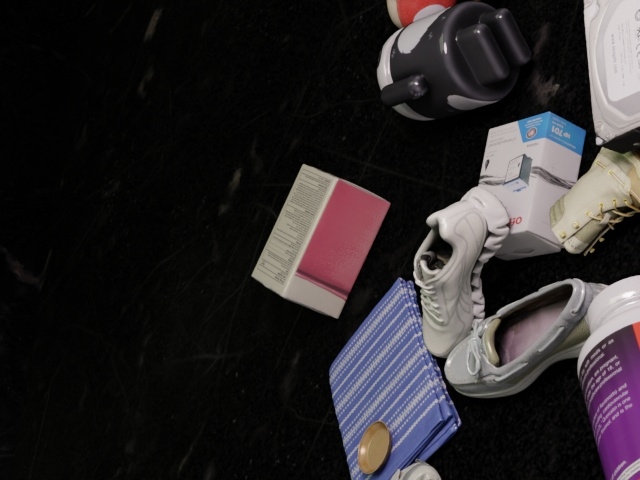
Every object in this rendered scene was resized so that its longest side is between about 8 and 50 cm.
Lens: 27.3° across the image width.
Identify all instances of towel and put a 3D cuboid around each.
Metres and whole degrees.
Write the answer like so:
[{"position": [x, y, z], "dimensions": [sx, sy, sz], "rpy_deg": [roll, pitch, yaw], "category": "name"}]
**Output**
[{"position": [0.109, 0.246, 2.094], "dimensions": [0.243, 0.040, 0.336], "rpy_deg": [-53, 30, 27], "category": "towel"}]

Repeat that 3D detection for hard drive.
[{"position": [0.478, -0.272, 1.643], "dimensions": [0.339, 0.064, 0.237], "rpy_deg": [-22, 62, 48], "category": "hard drive"}]

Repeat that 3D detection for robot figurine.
[{"position": [0.213, -0.296, 2.164], "dimensions": [0.278, 0.209, 0.173], "rpy_deg": [-11, 73, 56], "category": "robot figurine"}]

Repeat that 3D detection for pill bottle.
[{"position": [0.396, 0.198, 1.483], "dimensions": [0.181, 0.181, 0.323], "rpy_deg": [-45, 35, 34], "category": "pill bottle"}]

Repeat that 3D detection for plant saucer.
[{"position": [0.086, 0.319, 2.019], "dimensions": [0.083, 0.015, 0.083], "rpy_deg": [-42, 36, 42], "category": "plant saucer"}]

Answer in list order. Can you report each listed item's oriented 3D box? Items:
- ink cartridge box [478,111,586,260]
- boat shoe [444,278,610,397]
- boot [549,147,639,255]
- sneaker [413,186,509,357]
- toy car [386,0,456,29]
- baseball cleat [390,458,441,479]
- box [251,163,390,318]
[{"position": [0.305, -0.079, 1.949], "dimensions": [0.139, 0.082, 0.190], "rpy_deg": [-14, 57, 55], "category": "ink cartridge box"}, {"position": [0.276, 0.130, 1.816], "dimensions": [0.320, 0.103, 0.118], "rpy_deg": [-29, 46, 48], "category": "boat shoe"}, {"position": [0.393, -0.039, 1.766], "dimensions": [0.165, 0.077, 0.213], "rpy_deg": [-50, 27, 20], "category": "boot"}, {"position": [0.182, 0.057, 1.930], "dimensions": [0.110, 0.118, 0.292], "rpy_deg": [39, 136, 36], "category": "sneaker"}, {"position": [0.248, -0.451, 2.250], "dimensions": [0.238, 0.219, 0.210], "rpy_deg": [9, 69, 30], "category": "toy car"}, {"position": [0.117, 0.421, 1.927], "dimensions": [0.206, 0.072, 0.109], "rpy_deg": [-61, 15, 0], "category": "baseball cleat"}, {"position": [0.000, 0.000, 2.355], "dimensions": [0.148, 0.127, 0.232], "rpy_deg": [29, 95, 61], "category": "box"}]
